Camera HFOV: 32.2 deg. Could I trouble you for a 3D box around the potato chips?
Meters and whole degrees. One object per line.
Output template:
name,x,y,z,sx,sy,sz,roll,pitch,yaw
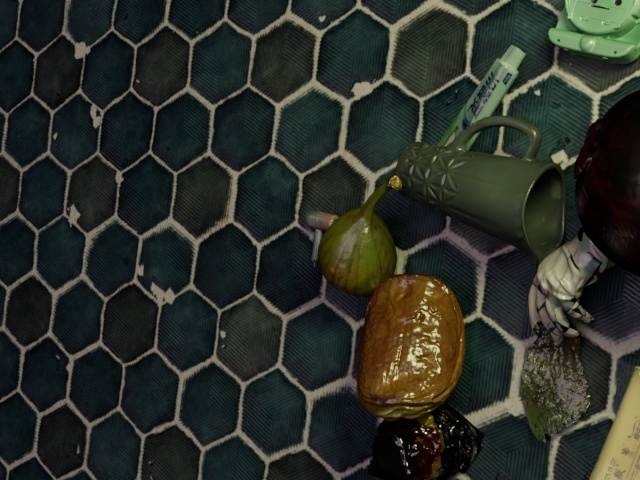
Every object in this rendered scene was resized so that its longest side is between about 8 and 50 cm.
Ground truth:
potato chips,0.405,0.243,1.899,0.142,0.026,0.209,32,104,31

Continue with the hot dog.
hot dog,0.156,0.199,1.980,0.196,0.122,0.272,-3,61,18

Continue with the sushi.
sushi,0.166,0.376,1.979,0.153,0.150,0.172,41,109,30

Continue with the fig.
fig,0.074,-0.015,2.039,0.151,0.151,0.259,43,146,30

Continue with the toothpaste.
toothpaste,0.277,-0.223,2.020,0.075,0.048,0.297,44,114,28

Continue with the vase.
vase,0.279,-0.101,1.932,0.300,0.156,0.251,20,110,35

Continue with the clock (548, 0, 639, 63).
clock,0.485,-0.412,1.874,0.159,0.066,0.211,18,96,34

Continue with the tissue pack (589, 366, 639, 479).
tissue pack,0.547,0.331,1.749,0.186,0.090,0.222,22,100,32

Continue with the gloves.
gloves,0.401,0.077,1.834,0.212,0.111,0.128,-55,32,25

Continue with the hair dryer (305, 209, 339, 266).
hair dryer,0.000,0.000,2.205,0.063,0.037,0.114,15,102,34

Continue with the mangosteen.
mangosteen,0.560,-0.080,1.671,0.346,0.307,0.307,19,98,4
